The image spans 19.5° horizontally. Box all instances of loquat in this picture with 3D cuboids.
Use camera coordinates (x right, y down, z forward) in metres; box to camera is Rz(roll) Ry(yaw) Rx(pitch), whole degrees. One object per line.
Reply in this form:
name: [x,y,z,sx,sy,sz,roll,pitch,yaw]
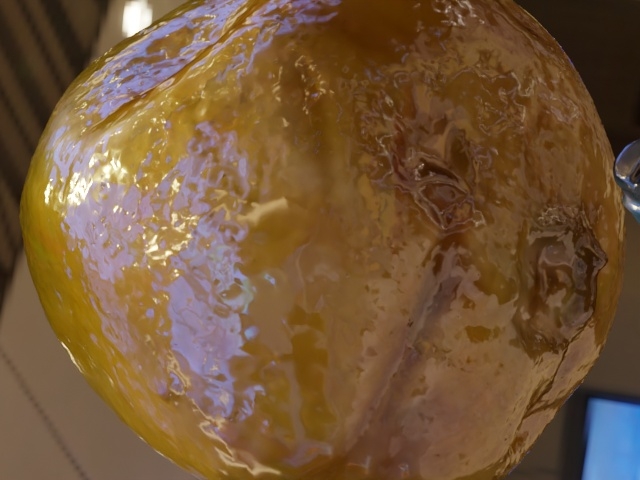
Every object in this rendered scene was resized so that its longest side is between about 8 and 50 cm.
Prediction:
loquat: [0.000,0.000,0.879,0.276,0.284,0.276,9,-102,-45]

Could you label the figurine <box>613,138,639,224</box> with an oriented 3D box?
figurine: [0.160,0.017,0.703,0.149,0.087,0.086,49,-122,-27]
